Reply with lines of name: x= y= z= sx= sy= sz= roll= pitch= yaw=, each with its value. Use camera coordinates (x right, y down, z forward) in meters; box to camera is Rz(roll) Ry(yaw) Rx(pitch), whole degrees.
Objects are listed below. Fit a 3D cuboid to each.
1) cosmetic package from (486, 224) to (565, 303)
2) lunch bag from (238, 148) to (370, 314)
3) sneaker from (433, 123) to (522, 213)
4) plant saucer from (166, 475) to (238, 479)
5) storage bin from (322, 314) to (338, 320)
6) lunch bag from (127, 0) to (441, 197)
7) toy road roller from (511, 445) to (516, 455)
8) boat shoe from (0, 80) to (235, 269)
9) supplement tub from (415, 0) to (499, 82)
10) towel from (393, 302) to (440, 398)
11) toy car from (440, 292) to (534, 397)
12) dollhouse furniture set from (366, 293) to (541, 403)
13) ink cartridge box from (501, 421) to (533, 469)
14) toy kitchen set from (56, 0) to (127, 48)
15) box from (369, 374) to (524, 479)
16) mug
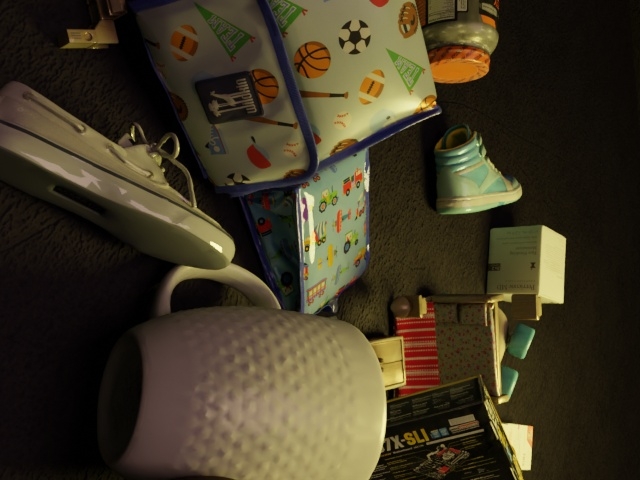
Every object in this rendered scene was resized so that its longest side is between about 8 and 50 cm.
cosmetic package: x=0.548 y=0.068 z=1.680 sx=0.151 sy=0.151 sz=0.184 roll=19 pitch=73 yaw=-44
lunch bag: x=0.000 y=0.000 z=1.135 sx=0.221 sy=0.138 sz=0.293 roll=-36 pitch=122 yaw=-45
sneaker: x=0.392 y=-0.185 z=1.551 sx=0.319 sy=0.127 sz=0.208 roll=-16 pitch=100 yaw=-47
plant saucer: x=-0.155 y=0.383 z=0.762 sx=0.277 sy=0.041 sz=0.278 roll=-5 pitch=118 yaw=-10
storage bin: x=-0.007 y=0.190 z=1.132 sx=0.135 sy=0.098 sz=0.091 roll=-13 pitch=86 yaw=-46
lunch bag: x=-0.047 y=-0.276 z=0.950 sx=0.385 sy=0.239 sz=0.328 roll=-25 pitch=122 yaw=-8
toy road roller: x=0.340 y=0.488 z=1.367 sx=0.329 sy=0.240 sz=0.203 roll=-9 pitch=94 yaw=-47
boat shoe: x=-0.260 y=-0.094 z=0.848 sx=0.367 sy=0.136 sz=0.156 roll=28 pitch=60 yaw=-26
supplement tub: x=0.305 y=-0.533 z=1.430 sx=0.193 sy=0.193 sz=0.316 roll=7 pitch=83 yaw=-46
towel: x=0.251 y=0.264 z=1.325 sx=0.031 sy=0.198 sz=0.275 roll=18 pitch=70 yaw=-73
toy car: x=0.346 y=0.272 z=1.460 sx=0.210 sy=0.219 sz=0.238 roll=-60 pitch=159 yaw=-24
dollhouse furniture set: x=0.213 y=0.254 z=1.160 sx=0.173 sy=0.355 sz=0.303 roll=1 pitch=85 yaw=-46
ink cartridge box: x=0.478 y=0.531 z=1.638 sx=0.198 sy=0.067 sz=0.115 roll=23 pitch=71 yaw=-45
toy kitchen set: x=-0.311 y=-0.308 z=0.850 sx=0.075 sy=0.068 sz=0.083 roll=-19 pitch=101 yaw=-46
box: x=0.182 y=0.401 z=1.155 sx=0.257 sy=0.322 sz=0.079 roll=63 pitch=17 yaw=-22
mug: x=-0.129 y=0.187 z=0.900 sx=0.328 sy=0.276 sz=0.374 roll=14 pitch=47 yaw=-34
